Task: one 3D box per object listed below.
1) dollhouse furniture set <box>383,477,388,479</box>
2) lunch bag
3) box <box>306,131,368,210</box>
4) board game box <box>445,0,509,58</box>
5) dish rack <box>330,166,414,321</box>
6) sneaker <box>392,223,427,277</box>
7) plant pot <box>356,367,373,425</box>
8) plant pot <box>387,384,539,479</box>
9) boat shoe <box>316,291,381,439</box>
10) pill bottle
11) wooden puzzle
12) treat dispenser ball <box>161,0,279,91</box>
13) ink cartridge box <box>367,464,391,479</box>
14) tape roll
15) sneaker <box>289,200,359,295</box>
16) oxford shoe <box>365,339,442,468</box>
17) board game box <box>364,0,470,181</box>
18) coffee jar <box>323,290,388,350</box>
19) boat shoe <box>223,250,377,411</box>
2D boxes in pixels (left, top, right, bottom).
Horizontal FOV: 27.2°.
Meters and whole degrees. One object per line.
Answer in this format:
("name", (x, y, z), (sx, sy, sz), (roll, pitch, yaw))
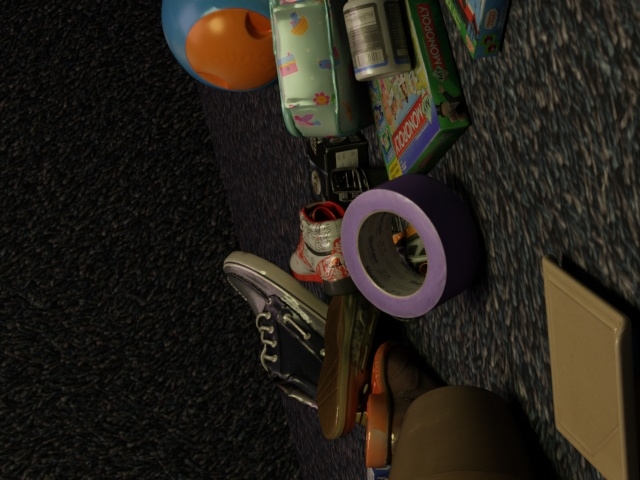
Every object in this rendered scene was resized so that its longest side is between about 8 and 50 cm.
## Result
("dollhouse furniture set", (0.153, 0.526, 1.992), (0.394, 0.256, 0.362), (101, 155, -62))
("lunch bag", (0.007, -0.296, 2.091), (0.224, 0.107, 0.279), (-35, -60, -68))
("box", (0.031, -0.126, 2.386), (0.147, 0.077, 0.180), (-117, 19, -54))
("board game box", (0.182, -0.344, 1.547), (0.211, 0.039, 0.160), (95, 160, -52))
("dish rack", (0.095, 0.005, 2.215), (0.208, 0.074, 0.272), (-169, 66, -79))
("sneaker", (0.148, 0.022, 1.967), (0.215, 0.084, 0.083), (131, 122, -74))
("plant pot", (0.105, 0.285, 2.358), (0.095, 0.134, 0.134), (57, -178, -34))
("plant pot", (0.190, 0.325, 1.752), (0.263, 0.263, 0.229), (91, -179, -47))
("boat shoe", (0.055, 0.204, 2.212), (0.104, 0.089, 0.285), (128, 154, -52))
("pill bottle", (0.074, -0.290, 1.793), (0.078, 0.078, 0.137), (176, 84, -78))
("wooden puzzle", (0.304, 0.150, 1.455), (0.239, 0.044, 0.221), (-119, 20, -69))
("treat dispenser ball", (-0.149, -0.417, 2.433), (0.288, 0.288, 0.288), (168, 90, -78))
("ink cartridge box", (0.137, 0.474, 2.410), (0.046, 0.097, 0.207), (-117, 19, -51))
("tape roll", (0.123, 0.007, 1.845), (0.189, 0.080, 0.189), (19, 120, 37))
("sneaker", (0.001, 0.000, 2.278), (0.270, 0.090, 0.145), (-152, 49, -72))
("oxford shoe", (0.145, 0.267, 2.133), (0.364, 0.132, 0.130), (-76, -12, -69))
("board game box", (0.130, -0.216, 1.907), (0.317, 0.046, 0.214), (125, 134, -74))
("coffee jar", (0.067, 0.144, 2.470), (0.184, 0.079, 0.096), (-117, 26, -54))
("boat shoe", (-0.072, 0.162, 2.351), (0.340, 0.158, 0.127), (33, 157, 21))
